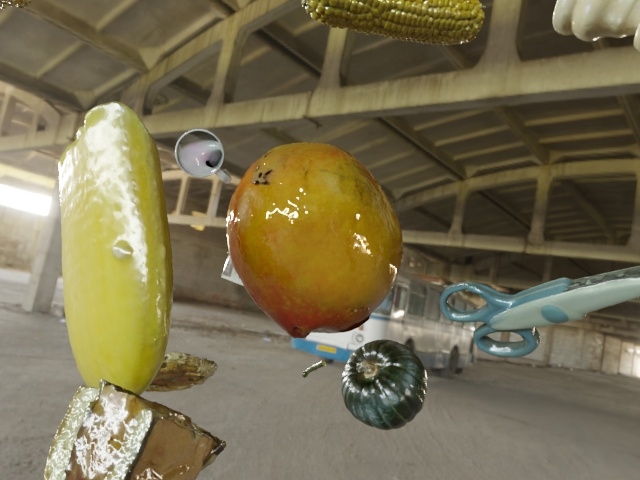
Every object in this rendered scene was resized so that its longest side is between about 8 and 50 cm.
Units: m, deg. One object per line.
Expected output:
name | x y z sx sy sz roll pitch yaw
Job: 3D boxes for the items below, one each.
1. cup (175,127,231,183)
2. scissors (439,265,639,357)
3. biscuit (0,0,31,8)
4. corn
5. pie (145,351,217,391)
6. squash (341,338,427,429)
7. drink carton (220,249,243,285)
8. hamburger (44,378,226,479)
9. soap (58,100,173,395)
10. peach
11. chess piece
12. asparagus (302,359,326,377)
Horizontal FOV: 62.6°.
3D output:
cup | -0.331 -0.255 1.541 0.174 0.134 0.142 15 11 -14
scissors | 0.261 0.073 0.596 0.138 0.041 0.289 43 -33 -9
biscuit | -0.424 -0.400 0.704 0.070 0.168 0.082 11 14 6
corn | 0.102 -0.333 0.741 0.260 0.091 0.091 7 17 -9
pie | -0.416 0.358 1.432 0.274 0.055 0.274 -5 -29 -3
squash | 0.150 0.339 1.247 0.218 0.218 0.172 8 -48 21
drink carton | -0.121 0.099 1.559 0.194 0.132 0.325 18 -3 -43
hamburger | -0.229 0.272 0.663 0.135 0.155 0.207 18 -15 25
soap | -0.319 0.029 0.813 0.306 0.427 0.115 -14 -11 41
peach | -0.002 0.001 0.999 0.290 0.372 0.373 -20 -21 27
chess piece | 0.593 -0.403 0.937 0.300 0.167 0.167 39 9 31
asparagus | -0.016 0.263 1.075 0.014 0.015 0.114 -25 -12 -33
